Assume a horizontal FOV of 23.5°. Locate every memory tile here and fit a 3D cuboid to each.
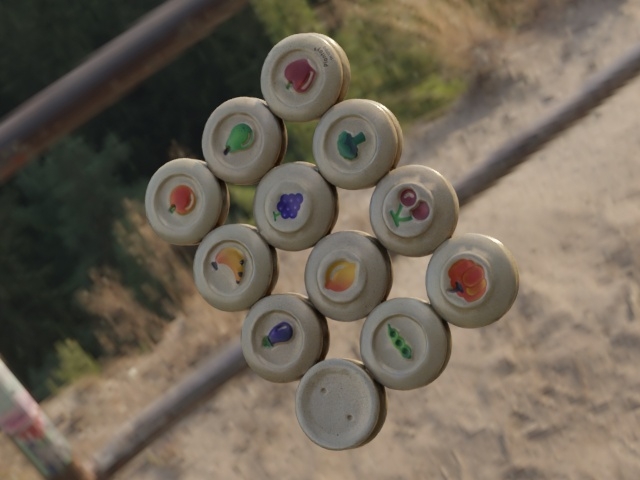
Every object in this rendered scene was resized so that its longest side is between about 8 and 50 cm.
[{"bbox_3d":[0.000,0.000,0.620,0.113,0.012,0.148,-44,72,16],"label":"memory tile"}]
